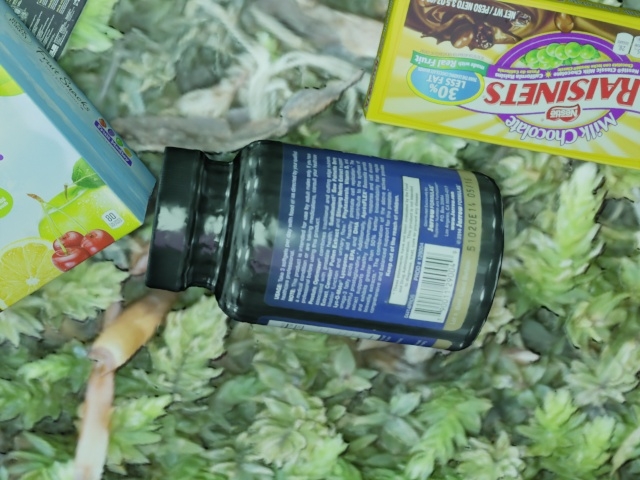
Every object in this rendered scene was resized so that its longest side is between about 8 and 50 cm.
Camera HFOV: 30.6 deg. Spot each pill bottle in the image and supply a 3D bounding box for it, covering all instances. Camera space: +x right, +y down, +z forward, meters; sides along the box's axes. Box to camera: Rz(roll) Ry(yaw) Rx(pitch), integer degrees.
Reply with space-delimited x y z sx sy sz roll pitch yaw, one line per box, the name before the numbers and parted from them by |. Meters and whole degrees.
pill bottle | 0.000 0.000 0.771 0.219 0.122 0.122 9 116 -8

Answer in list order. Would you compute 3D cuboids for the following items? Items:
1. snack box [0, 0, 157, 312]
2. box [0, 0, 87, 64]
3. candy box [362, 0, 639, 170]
snack box | -0.242 -0.038 0.758 0.207 0.070 0.174 -30 115 18
box | -0.179 -0.161 0.736 0.067 0.018 0.083 26 113 -15
candy box | 0.140 -0.111 0.776 0.206 0.027 0.105 9 119 -8
